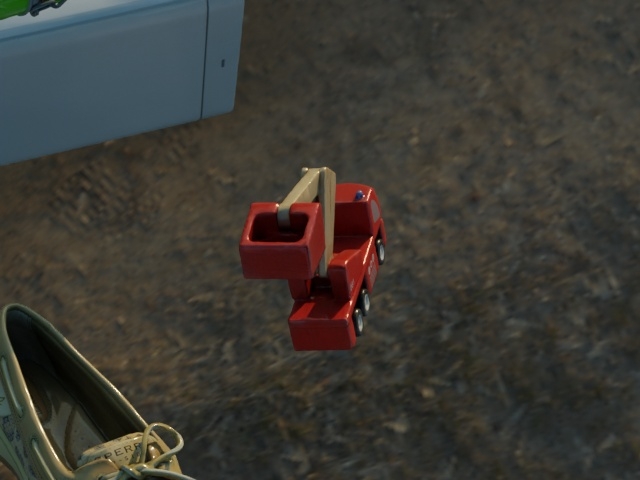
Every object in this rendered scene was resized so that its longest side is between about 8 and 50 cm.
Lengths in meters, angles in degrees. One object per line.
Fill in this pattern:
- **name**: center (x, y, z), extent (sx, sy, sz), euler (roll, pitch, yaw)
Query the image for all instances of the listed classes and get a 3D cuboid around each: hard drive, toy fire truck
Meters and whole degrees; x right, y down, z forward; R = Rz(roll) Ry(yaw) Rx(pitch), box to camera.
- **hard drive**: center (-0.246, -0.140, 1.388), extent (0.353, 0.233, 0.047), euler (-14, 70, -11)
- **toy fire truck**: center (0.000, 0.000, 1.076), extent (0.192, 0.047, 0.135), euler (-69, 154, -53)

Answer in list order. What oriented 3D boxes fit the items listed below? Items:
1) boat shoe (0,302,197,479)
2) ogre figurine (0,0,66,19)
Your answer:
- **boat shoe**: center (-0.175, 0.155, 1.172), extent (0.104, 0.089, 0.285), euler (-14, 40, -43)
- **ogre figurine**: center (-0.221, -0.185, 0.863), extent (0.097, 0.197, 0.118), euler (19, 58, 28)
